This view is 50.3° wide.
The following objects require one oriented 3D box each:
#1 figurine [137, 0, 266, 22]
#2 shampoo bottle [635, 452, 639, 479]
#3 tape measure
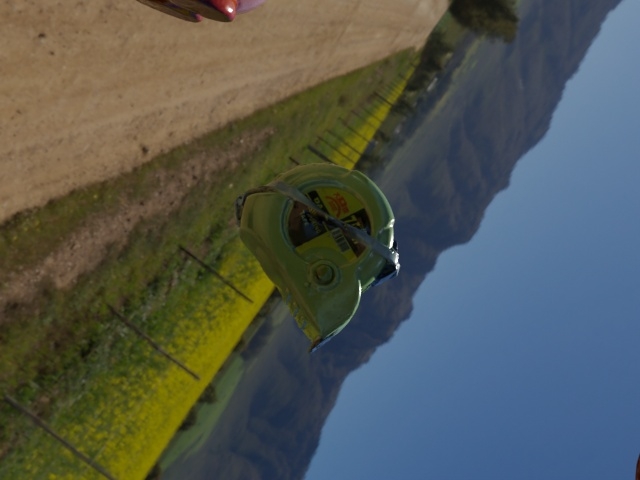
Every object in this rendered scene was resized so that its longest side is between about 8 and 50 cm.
[{"bbox_3d":[-0.108,-0.306,0.670,0.173,0.173,0.173,-54,180,1],"label":"figurine"},{"bbox_3d":[0.348,0.214,0.414,0.076,0.314,0.118,-58,178,27],"label":"shampoo bottle"},{"bbox_3d":[0.000,0.000,0.787,0.175,0.200,0.106,-34,167,-15],"label":"tape measure"}]
